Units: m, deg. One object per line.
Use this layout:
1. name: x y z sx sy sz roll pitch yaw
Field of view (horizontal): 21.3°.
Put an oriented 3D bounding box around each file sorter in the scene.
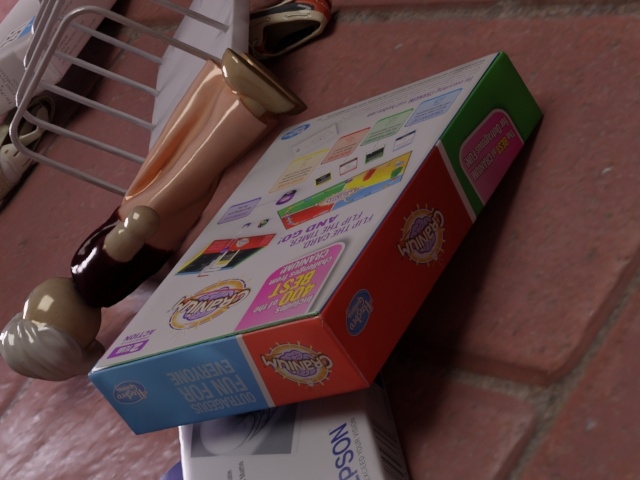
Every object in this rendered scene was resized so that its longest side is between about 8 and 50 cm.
1. file sorter: -0.186 -0.197 1.652 0.193 0.173 0.278 -57 21 32

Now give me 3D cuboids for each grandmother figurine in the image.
1. grandmother figurine: -0.154 -0.013 1.481 0.342 0.104 0.208 -49 -13 8

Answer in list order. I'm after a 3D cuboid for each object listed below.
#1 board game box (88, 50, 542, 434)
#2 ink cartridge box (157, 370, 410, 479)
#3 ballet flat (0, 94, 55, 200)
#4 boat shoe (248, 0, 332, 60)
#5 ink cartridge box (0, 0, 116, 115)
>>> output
1. board game box: 0.000 0.000 1.260 0.242 0.064 0.316 -16 28 43
2. ink cartridge box: -0.046 0.171 1.194 0.224 0.045 0.223 -38 30 14
3. ballet flat: -0.347 -0.109 1.935 0.052 0.057 0.168 -14 41 29
4. boat shoe: -0.048 -0.201 1.668 0.137 0.049 0.043 -22 39 29
5. ink cartridge box: -0.371 -0.229 2.051 0.261 0.066 0.296 -27 23 29
